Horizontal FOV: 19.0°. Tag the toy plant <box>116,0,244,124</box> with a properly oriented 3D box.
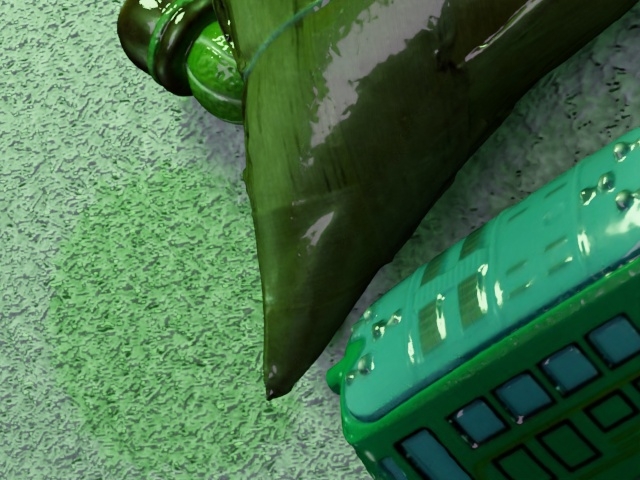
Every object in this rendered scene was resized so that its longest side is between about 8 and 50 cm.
[{"bbox_3d":[-0.083,-0.148,1.545,0.162,0.093,0.093,34,109,25],"label":"toy plant"}]

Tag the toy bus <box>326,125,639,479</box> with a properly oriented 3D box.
[{"bbox_3d":[0.171,0.073,1.303,0.343,0.183,0.199,-35,117,28],"label":"toy bus"}]

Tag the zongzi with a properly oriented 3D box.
[{"bbox_3d":[0.096,-0.102,1.360,0.356,0.174,0.393,-12,73,30],"label":"zongzi"}]
